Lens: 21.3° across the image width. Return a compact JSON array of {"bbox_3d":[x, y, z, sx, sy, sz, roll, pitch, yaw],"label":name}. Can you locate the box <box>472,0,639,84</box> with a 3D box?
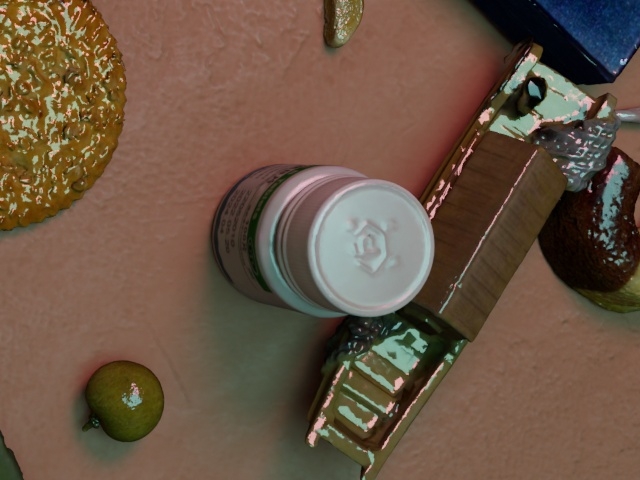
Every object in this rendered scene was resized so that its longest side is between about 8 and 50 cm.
[{"bbox_3d":[0.236,-0.336,1.640,0.279,0.116,0.261,41,76,-18],"label":"box"}]

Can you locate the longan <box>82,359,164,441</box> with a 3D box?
[{"bbox_3d":[-0.181,0.147,1.531,0.083,0.075,0.075,-31,105,3],"label":"longan"}]

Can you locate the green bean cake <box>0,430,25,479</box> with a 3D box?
[{"bbox_3d":[-0.370,0.211,1.430,0.222,0.125,0.227,-29,105,-20],"label":"green bean cake"}]

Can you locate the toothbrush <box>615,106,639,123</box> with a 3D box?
[{"bbox_3d":[0.435,-0.130,1.781,0.307,0.025,0.029,-4,102,-22],"label":"toothbrush"}]

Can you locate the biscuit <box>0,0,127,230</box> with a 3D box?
[{"bbox_3d":[-0.290,-0.130,1.487,0.254,0.035,0.254,-2,94,-22],"label":"biscuit"}]

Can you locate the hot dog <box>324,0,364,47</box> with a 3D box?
[{"bbox_3d":[0.023,-0.227,1.608,0.034,0.030,0.090,-1,94,-23],"label":"hot dog"}]

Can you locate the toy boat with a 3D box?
[{"bbox_3d":[0.132,0.022,1.588,0.136,0.162,0.445,34,81,-7],"label":"toy boat"}]

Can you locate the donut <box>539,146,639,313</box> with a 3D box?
[{"bbox_3d":[0.315,-0.002,1.709,0.217,0.085,0.141,31,82,-22],"label":"donut"}]

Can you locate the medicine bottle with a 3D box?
[{"bbox_3d":[0.000,0.000,1.503,0.139,0.237,0.139,-1,93,-20],"label":"medicine bottle"}]
